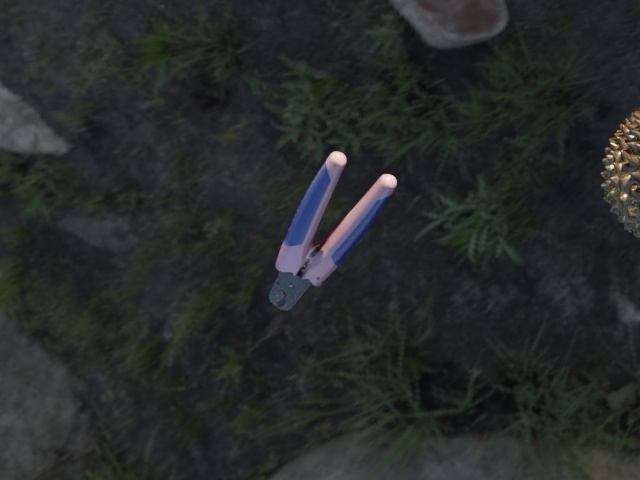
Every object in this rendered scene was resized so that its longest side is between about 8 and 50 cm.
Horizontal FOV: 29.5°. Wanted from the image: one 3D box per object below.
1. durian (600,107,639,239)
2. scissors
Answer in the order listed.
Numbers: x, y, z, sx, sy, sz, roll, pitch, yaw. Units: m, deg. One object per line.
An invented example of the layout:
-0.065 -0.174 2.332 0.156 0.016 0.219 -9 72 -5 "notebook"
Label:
0.248 -0.060 0.813 0.111 0.140 0.071 6 149 -4 "durian"
0.000 0.000 0.639 0.039 0.012 0.113 23 130 -10 "scissors"
